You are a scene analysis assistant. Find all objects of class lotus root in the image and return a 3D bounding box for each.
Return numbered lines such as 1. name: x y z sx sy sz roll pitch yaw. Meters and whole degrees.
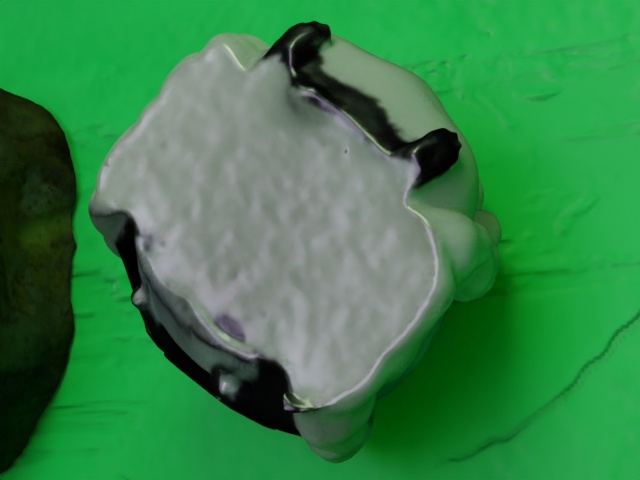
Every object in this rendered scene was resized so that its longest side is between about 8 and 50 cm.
1. lotus root: -0.275 0.002 1.078 0.149 0.260 0.267 -2 77 32

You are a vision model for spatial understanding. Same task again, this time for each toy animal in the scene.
1. toy animal: 0.000 0.000 0.969 0.208 0.156 0.204 41 99 25
